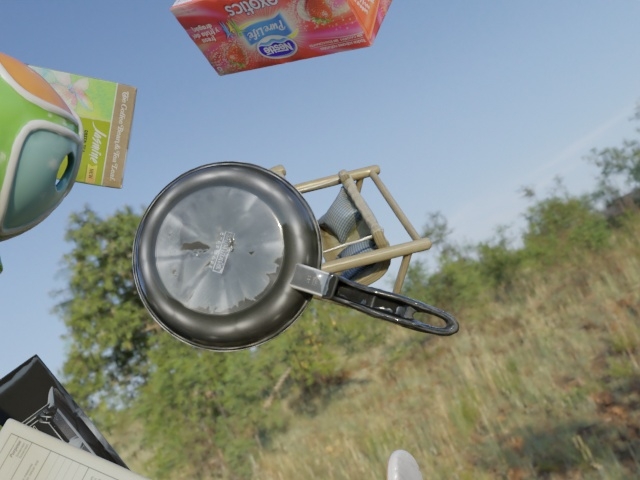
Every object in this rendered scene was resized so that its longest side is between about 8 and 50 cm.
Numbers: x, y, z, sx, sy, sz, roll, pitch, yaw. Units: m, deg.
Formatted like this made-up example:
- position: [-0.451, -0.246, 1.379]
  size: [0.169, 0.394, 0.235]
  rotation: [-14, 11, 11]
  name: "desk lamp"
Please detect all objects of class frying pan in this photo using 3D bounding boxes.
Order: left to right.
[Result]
- position: [-0.047, 0.053, 0.760]
  size: [0.197, 0.326, 0.053]
  rotation: [-50, -10, -4]
  name: "frying pan"

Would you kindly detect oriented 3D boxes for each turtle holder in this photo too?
- position: [-0.435, -0.086, 0.977]
  size: [0.243, 0.320, 0.227]
  rotation: [3, 5, 39]
  name: "turtle holder"

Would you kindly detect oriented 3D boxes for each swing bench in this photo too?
- position: [0.000, 0.000, 1.222]
  size: [0.255, 0.253, 0.165]
  rotation: [1, -58, -19]
  name: "swing bench"

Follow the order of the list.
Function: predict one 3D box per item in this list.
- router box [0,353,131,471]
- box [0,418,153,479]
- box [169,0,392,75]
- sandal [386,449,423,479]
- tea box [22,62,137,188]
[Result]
- position: [-0.451, 0.373, 1.188]
  size: [0.243, 0.308, 0.081]
  rotation: [-38, 0, -29]
  name: "router box"
- position: [-0.223, 0.320, 0.819]
  size: [0.148, 0.311, 0.121]
  rotation: [-65, -21, -22]
  name: "box"
- position: [-0.053, -0.368, 1.150]
  size: [0.300, 0.154, 0.142]
  rotation: [-2, -39, 35]
  name: "box"
- position: [0.109, 0.426, 1.050]
  size: [0.076, 0.265, 0.102]
  rotation: [-19, -23, 34]
  name: "sandal"
- position: [-0.577, -0.251, 1.626]
  size: [0.324, 0.219, 0.329]
  rotation: [7, 7, -19]
  name: "tea box"
